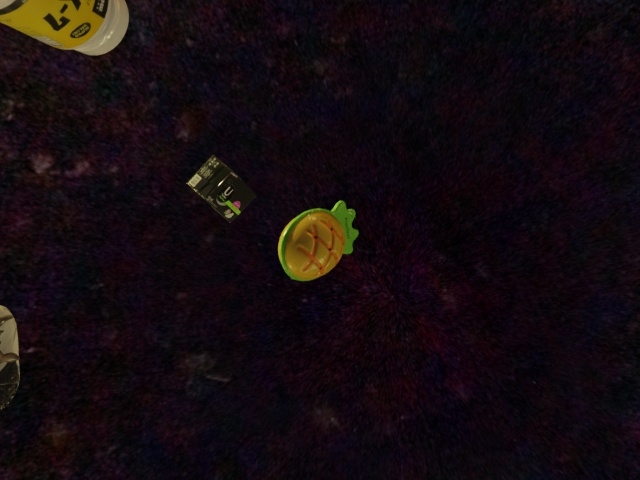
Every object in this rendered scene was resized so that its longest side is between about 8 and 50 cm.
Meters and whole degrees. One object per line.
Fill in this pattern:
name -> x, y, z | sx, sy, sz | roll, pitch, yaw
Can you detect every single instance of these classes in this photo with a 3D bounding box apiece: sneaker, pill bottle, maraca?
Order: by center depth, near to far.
pill bottle -> -0.334, -0.306, 0.781 | 0.119, 0.208, 0.119 | 0, 89, 15
maraca -> 0.000, 0.000, 1.146 | 0.099, 0.186, 0.127 | 18, 126, 44
sneaker -> -0.727, 0.264, 1.445 | 0.085, 0.086, 0.237 | 1, 87, -25

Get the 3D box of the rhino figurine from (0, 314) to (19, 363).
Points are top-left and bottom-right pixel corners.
rhino figurine -> -0.480, 0.192, 0.817 | 0.106, 0.073, 0.243 | 19, 57, 28

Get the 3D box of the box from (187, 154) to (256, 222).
box -> -0.151, -0.078, 0.985 | 0.062, 0.083, 0.052 | -48, 57, -4
